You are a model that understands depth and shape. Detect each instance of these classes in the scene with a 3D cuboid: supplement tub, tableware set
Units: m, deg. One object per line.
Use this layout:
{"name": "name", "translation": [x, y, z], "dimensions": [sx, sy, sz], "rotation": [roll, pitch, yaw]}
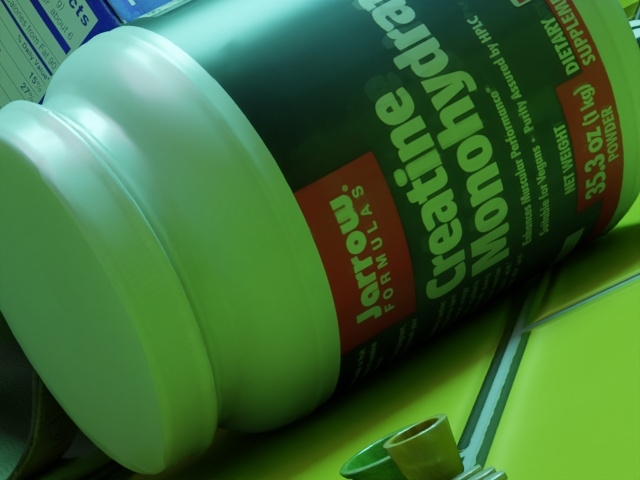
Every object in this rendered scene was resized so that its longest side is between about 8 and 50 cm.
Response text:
{"name": "supplement tub", "translation": [-0.004, -0.033, 0.885], "dimensions": [0.272, 0.191, 0.191], "rotation": [-30, 5, -24]}
{"name": "tableware set", "translation": [-0.021, 0.095, 0.610], "dimensions": [0.154, 0.024, 0.104], "rotation": [-29, 4, -12]}

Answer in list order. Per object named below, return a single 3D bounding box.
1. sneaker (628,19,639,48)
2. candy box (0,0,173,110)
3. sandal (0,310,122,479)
{"name": "sneaker", "translation": [0.221, -0.100, 1.115], "dimensions": [0.121, 0.079, 0.217], "rotation": [-25, 13, -5]}
{"name": "candy box", "translation": [-0.118, -0.077, 1.092], "dimensions": [0.268, 0.122, 0.317], "rotation": [-18, -23, -49]}
{"name": "sandal", "translation": [-0.158, 0.074, 0.932], "dimensions": [0.120, 0.086, 0.303], "rotation": [19, 30, 17]}
